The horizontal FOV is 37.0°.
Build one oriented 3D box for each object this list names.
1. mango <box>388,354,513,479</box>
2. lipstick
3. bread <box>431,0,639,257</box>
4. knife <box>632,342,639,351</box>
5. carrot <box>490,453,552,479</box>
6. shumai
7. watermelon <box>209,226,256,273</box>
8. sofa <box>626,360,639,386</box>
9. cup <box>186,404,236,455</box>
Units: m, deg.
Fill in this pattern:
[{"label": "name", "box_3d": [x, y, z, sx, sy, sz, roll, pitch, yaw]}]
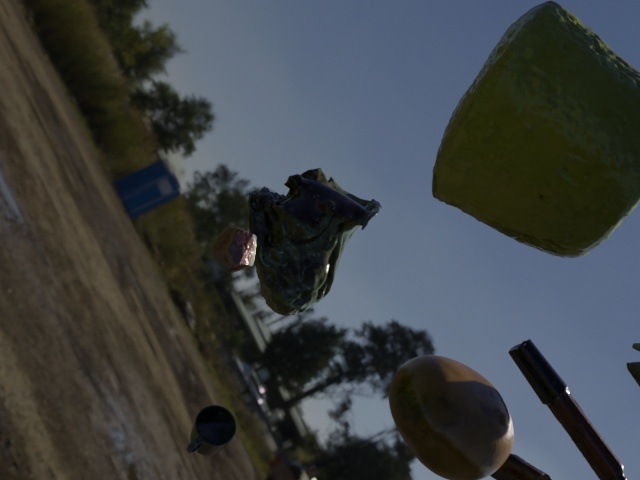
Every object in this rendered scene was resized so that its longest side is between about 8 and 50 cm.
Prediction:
[{"label": "mango", "box_3d": [0.273, 0.380, 2.075, 0.378, 0.221, 0.264, 36, 30, -48]}, {"label": "lipstick", "box_3d": [0.616, 0.429, 2.378, 0.418, 0.077, 0.077, 55, -8, 9]}, {"label": "bread", "box_3d": [0.354, -0.151, 1.444, 0.307, 0.348, 0.348, 33, -10, 5]}, {"label": "knife", "box_3d": [0.692, 0.207, 1.640, 0.312, 0.044, 0.019, 7, -87, 38]}, {"label": "carrot", "box_3d": [0.484, 0.572, 2.337, 0.173, 0.082, 0.082, 19, -40, 44]}, {"label": "shumai", "box_3d": [0.000, 0.000, 2.084, 0.330, 0.288, 0.292, -96, 177, -51]}, {"label": "watermelon", "box_3d": [-0.174, 0.014, 1.848, 0.072, 0.092, 0.085, 70, 24, -64]}, {"label": "sofa", "box_3d": [0.912, 0.333, 2.342, 0.176, 0.225, 0.210, 20, 36, -45]}, {"label": "cup", "box_3d": [-0.211, 0.363, 1.776, 0.078, 0.100, 0.077, 48, -35, 12]}]
